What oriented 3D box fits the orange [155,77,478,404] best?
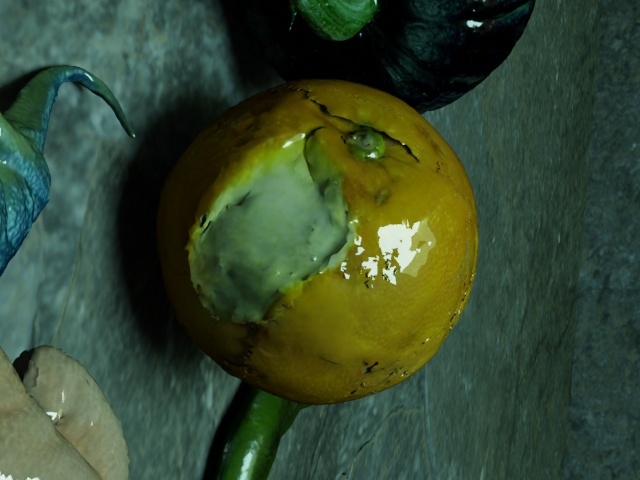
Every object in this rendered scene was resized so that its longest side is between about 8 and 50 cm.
[{"bbox_3d":[0.000,0.000,0.871,0.240,0.240,0.240,4,90,-65],"label":"orange"}]

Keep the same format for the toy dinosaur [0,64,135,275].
[{"bbox_3d":[-0.185,-0.028,0.620,0.363,0.076,0.147,-83,157,-51],"label":"toy dinosaur"}]

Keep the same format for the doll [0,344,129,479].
[{"bbox_3d":[-0.186,0.153,0.656,0.303,0.156,0.201,52,38,-17],"label":"doll"}]

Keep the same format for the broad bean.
[{"bbox_3d":[-0.047,0.187,1.035,0.144,0.049,0.292,71,35,-52],"label":"broad bean"}]

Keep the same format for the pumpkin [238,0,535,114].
[{"bbox_3d":[0.035,-0.202,0.914,0.248,0.248,0.248,4,90,-65],"label":"pumpkin"}]
